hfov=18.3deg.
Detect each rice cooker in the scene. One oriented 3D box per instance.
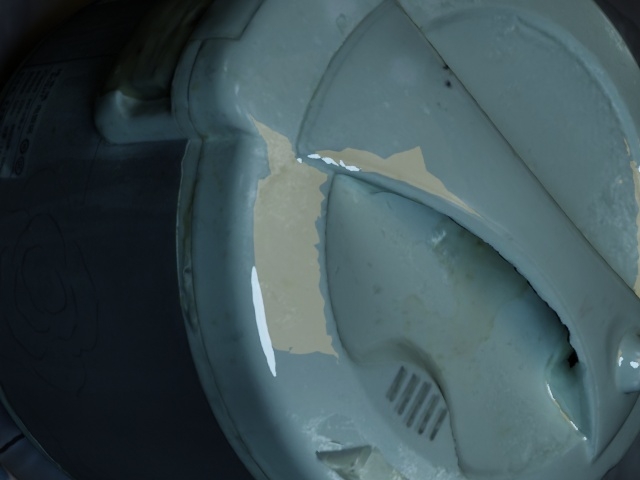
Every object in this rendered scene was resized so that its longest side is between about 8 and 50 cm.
[{"bbox_3d":[0.003,-0.001,0.908,0.288,0.277,0.288,2,87,-40],"label":"rice cooker"}]

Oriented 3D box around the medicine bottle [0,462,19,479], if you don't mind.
[{"bbox_3d":[-0.132,0.199,0.884,0.237,0.139,0.139,46,62,-30],"label":"medicine bottle"}]
